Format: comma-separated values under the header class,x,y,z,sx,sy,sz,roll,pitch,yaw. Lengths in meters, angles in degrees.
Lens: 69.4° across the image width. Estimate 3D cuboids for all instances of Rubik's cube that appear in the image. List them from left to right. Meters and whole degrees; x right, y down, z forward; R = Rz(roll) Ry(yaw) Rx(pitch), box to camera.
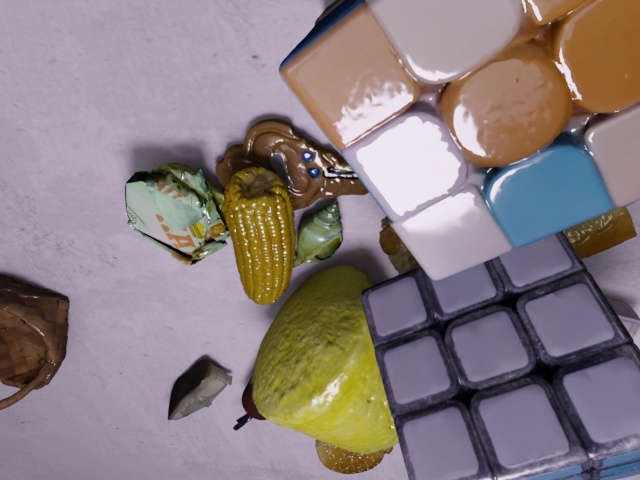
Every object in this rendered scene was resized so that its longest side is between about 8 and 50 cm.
class,x,y,z,sx,sy,sz,roll,pitch,yaw
Rubik's cube,0.208,-0.221,0.591,0.347,0.346,0.344,-27,115,26
Rubik's cube,0.274,0.197,0.678,0.301,0.303,0.305,-25,142,17

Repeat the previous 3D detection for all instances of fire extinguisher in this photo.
class,x,y,z,sx,sy,sz,roll,pitch,yaw
fire extinguisher,-0.138,0.387,1.226,0.114,0.136,0.337,45,130,22

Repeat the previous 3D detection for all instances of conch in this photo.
class,x,y,z,sx,sy,sz,roll,pitch,yaw
conch,-0.001,-0.004,0.953,0.095,0.079,0.200,5,144,-9

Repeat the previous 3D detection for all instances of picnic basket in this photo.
class,x,y,z,sx,sy,sz,roll,pitch,yaw
picnic basket,-0.825,0.294,1.170,0.293,0.337,0.337,21,126,-5

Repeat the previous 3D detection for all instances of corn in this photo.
class,x,y,z,sx,sy,sz,roll,pitch,yaw
corn,-0.114,0.006,0.924,0.131,0.131,0.344,9,142,4

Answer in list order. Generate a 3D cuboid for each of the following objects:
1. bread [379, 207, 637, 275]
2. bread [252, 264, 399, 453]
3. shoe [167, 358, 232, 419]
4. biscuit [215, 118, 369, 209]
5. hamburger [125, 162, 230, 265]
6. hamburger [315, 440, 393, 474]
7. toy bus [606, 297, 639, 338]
class,x,y,z,sx,sy,sz,roll,pitch,yaw
bread,0.315,-0.021,0.813,0.376,0.165,0.236,-32,103,22
bread,0.053,0.252,0.980,0.308,0.348,0.348,36,124,-28
shoe,-0.357,0.440,1.326,0.098,0.103,0.275,28,129,-27
biscuit,-0.046,-0.136,0.886,0.320,0.047,0.183,9,129,2
hamburger,-0.269,-0.069,0.915,0.214,0.125,0.235,24,126,-2
hamburger,0.099,0.584,1.330,0.215,0.122,0.189,-12,120,16
toy bus,0.512,0.154,0.965,0.269,0.092,0.106,14,118,1
